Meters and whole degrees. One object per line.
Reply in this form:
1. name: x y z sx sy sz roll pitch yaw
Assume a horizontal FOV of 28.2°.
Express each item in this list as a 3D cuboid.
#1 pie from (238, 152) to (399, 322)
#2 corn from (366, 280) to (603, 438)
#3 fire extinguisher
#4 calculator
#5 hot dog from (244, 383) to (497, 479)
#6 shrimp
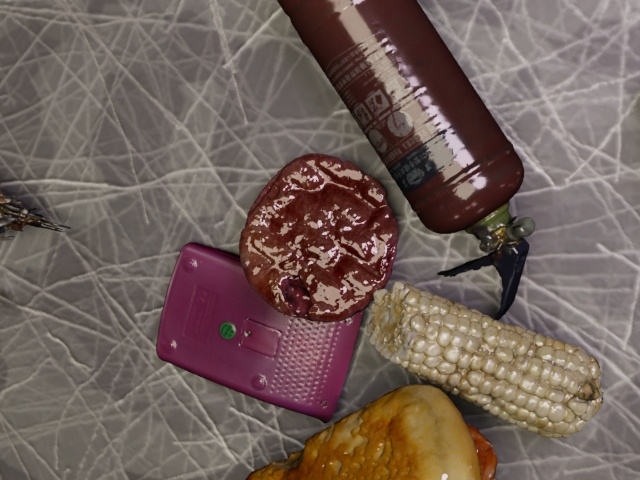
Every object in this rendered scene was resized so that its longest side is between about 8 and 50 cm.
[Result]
1. pie: 0.000 0.000 1.144 0.153 0.038 0.153 -1 81 6
2. corn: 0.140 0.102 1.091 0.211 0.087 0.087 22 104 -6
3. fire extinguisher: 0.085 -0.088 1.099 0.138 0.102 0.344 -33 89 50
4. calculator: -0.062 0.086 1.192 0.190 0.034 0.127 18 104 13
5. hot dog: 0.055 0.231 1.108 0.256 0.153 0.150 -35 49 32
6. shrimp: -0.346 -0.036 1.234 0.233 0.079 0.090 16 138 10
